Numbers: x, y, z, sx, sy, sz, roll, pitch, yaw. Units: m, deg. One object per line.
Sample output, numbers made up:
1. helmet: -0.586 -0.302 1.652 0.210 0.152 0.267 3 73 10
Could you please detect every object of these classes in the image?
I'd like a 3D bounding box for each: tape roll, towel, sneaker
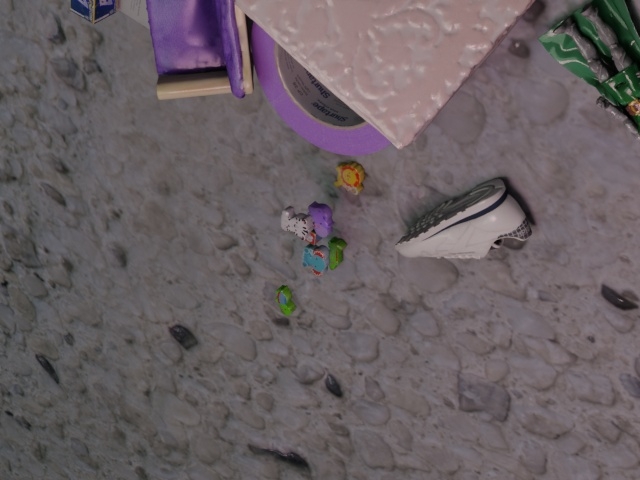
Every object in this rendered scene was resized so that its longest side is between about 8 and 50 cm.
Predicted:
1. tape roll: 0.036 -0.262 1.929 0.275 0.090 0.274 21 130 28
2. towel: 0.100 -0.340 1.766 0.317 0.053 0.332 43 101 5
3. sneaker: 0.208 -0.007 2.026 0.095 0.090 0.235 49 141 -15

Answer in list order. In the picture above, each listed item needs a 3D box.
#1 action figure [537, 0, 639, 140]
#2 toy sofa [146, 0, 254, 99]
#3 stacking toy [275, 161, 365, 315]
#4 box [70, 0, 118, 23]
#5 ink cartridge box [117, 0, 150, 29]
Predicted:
1. action figure: 0.397 -0.200 1.741 0.232 0.063 0.137 50 135 -7
2. toy sofa: -0.186 -0.383 1.947 0.150 0.177 0.362 -5 118 1
3. stacking toy: 0.000 0.000 2.139 0.052 0.167 0.221 26 133 23
4. box: -0.350 -0.426 2.101 0.054 0.059 0.169 31 136 22
5. ink cartridge box: -0.331 -0.463 2.149 0.333 0.065 0.165 35 136 16
